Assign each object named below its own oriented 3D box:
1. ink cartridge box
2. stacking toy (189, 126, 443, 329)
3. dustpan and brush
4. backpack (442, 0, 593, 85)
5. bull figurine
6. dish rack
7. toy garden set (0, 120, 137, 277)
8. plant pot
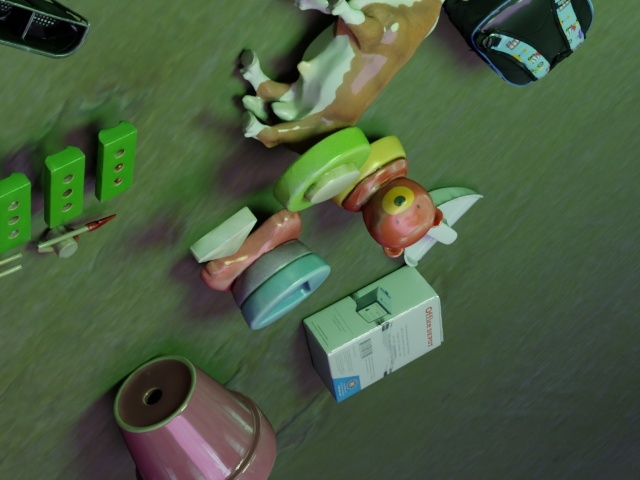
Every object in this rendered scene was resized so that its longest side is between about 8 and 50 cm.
[{"bbox_3d":[0.081,0.139,1.989,0.190,0.082,0.140,-29,144,-14],"label":"ink cartridge box"},{"bbox_3d":[0.000,0.000,1.644,0.309,0.130,0.279,-39,168,5],"label":"stacking toy"},{"bbox_3d":[0.147,-0.027,1.876,0.147,0.060,0.211,-47,144,14],"label":"dustpan and brush"},{"bbox_3d":[0.248,-0.281,1.627,0.158,0.117,0.173,-43,144,8],"label":"backpack"},{"bbox_3d":[0.031,-0.222,1.526,0.188,0.101,0.310,11,122,-44],"label":"bull figurine"},{"bbox_3d":[-0.264,-0.313,1.171,0.208,0.074,0.272,10,113,-48],"label":"dish rack"},{"bbox_3d":[-0.325,-0.027,1.479,0.244,0.049,0.204,-30,157,-28],"label":"toy garden set"},{"bbox_3d":[-0.186,0.262,1.825,0.201,0.201,0.180,-34,130,-4],"label":"plant pot"}]
